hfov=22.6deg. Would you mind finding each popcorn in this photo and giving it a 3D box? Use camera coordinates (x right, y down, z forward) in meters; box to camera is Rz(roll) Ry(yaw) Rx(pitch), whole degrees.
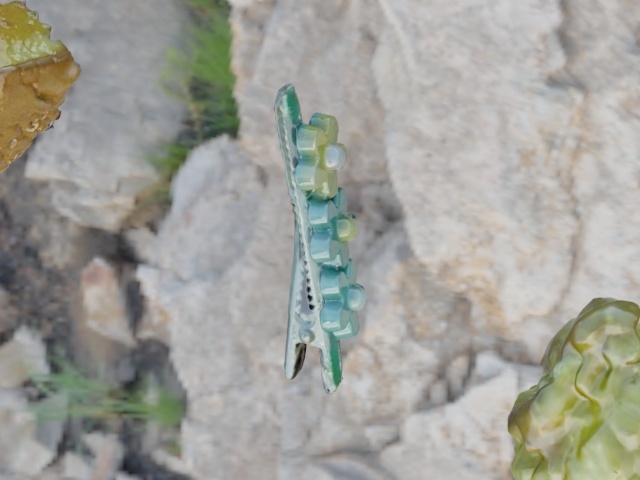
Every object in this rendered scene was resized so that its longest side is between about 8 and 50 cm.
[{"bbox_3d":[0.262,0.150,1.365,0.237,0.206,0.251,20,139,61],"label":"popcorn"}]

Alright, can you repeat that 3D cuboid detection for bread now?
[{"bbox_3d":[-0.384,-0.153,1.738,0.229,0.139,0.143,-45,72,34],"label":"bread"}]

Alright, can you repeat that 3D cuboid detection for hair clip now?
[{"bbox_3d":[0.001,0.000,0.850,0.049,0.049,0.173,15,120,36],"label":"hair clip"}]
